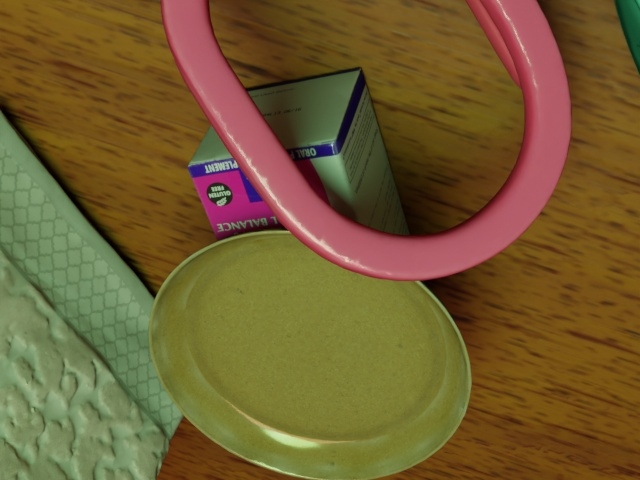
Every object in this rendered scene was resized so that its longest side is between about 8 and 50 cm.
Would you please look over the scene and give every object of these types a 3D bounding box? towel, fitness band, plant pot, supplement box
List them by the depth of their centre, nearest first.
[{"bbox_3d":[0.030,-0.113,0.646,0.209,0.054,0.291,-34,93,-5],"label":"fitness band"},{"bbox_3d":[-0.008,0.082,0.754,0.236,0.032,0.236,7,127,9],"label":"plant pot"},{"bbox_3d":[0.000,0.000,0.784,0.111,0.114,0.220,-8,123,19],"label":"supplement box"},{"bbox_3d":[-0.235,0.099,0.790,0.053,0.317,0.332,-19,119,32],"label":"towel"}]

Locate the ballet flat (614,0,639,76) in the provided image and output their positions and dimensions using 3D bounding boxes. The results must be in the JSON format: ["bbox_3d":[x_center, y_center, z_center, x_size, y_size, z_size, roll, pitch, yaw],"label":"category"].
[{"bbox_3d":[0.305,-0.022,0.687,0.139,0.139,0.400,-12,120,22],"label":"ballet flat"}]
